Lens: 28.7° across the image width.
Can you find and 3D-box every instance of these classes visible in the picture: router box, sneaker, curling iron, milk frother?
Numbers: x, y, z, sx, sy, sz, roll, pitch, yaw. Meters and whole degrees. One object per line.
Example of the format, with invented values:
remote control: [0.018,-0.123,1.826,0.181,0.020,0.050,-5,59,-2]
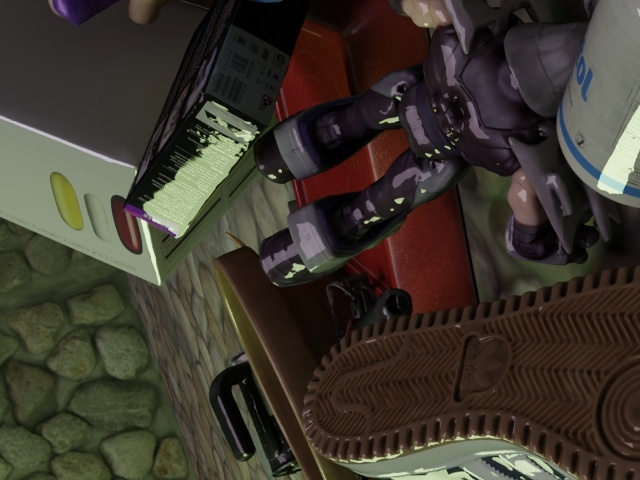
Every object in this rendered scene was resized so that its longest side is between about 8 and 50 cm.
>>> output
router box: [-0.060,-0.108,0.803,0.133,0.046,0.179,-45,23,48]
sneaker: [0.137,0.093,0.584,0.153,0.099,0.282,34,152,-34]
curling iron: [0.028,0.049,0.767,0.274,0.035,0.068,107,147,-85]
milk frother: [-0.028,0.163,1.314,0.143,0.129,0.134,-34,71,30]

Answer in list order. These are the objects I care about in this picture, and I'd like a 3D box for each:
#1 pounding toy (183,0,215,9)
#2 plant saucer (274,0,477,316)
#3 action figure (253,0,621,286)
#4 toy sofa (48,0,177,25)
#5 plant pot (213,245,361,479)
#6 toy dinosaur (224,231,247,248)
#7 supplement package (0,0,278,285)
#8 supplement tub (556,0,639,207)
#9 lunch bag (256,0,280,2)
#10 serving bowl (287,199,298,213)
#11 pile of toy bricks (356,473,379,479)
pounding toy: [-0.173,-0.309,1.208,0.181,0.094,0.206,85,160,-43]
plant saucer: [0.020,-0.072,0.898,0.258,0.048,0.259,-140,35,-63]
action figure: [0.059,-0.062,0.646,0.285,0.099,0.185,-23,83,58]
toy sofa: [-0.172,-0.361,0.978,0.150,0.177,0.362,162,90,-76]
plant pot: [0.012,0.101,0.993,0.237,0.110,0.237,62,170,20]
toy dinosaur: [-0.032,0.043,1.241,0.211,0.064,0.112,174,95,-66]
supplement package: [-0.200,-0.115,1.113,0.262,0.204,0.145,21,141,22]
supplement tub: [0.130,-0.066,0.453,0.107,0.071,0.071,96,151,-58]
lunch bag: [-0.048,-0.226,0.721,0.176,0.090,0.219,-66,25,2]
serving bowl: [0.000,0.000,1.078,0.083,0.027,0.083,-23,-90,-87]
pile of toy bricks: [0.094,0.168,0.869,0.105,0.118,0.212,23,128,24]
